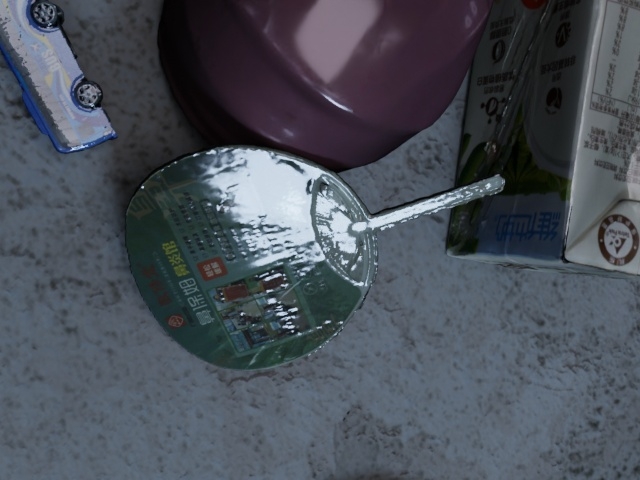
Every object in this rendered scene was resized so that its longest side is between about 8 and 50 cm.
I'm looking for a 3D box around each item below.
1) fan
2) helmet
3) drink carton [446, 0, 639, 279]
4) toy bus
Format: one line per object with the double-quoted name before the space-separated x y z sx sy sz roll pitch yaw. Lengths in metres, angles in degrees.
"fan" -0.015 0.026 0.808 0.294 0.012 0.223 5 122 -10
"helmet" 0.027 -0.210 0.799 0.271 0.197 0.338 38 78 -17
"drink carton" 0.234 -0.133 0.890 0.132 0.194 0.325 10 88 -22
"toy bus" -0.216 -0.140 0.772 0.061 0.051 0.153 -27 102 -8
